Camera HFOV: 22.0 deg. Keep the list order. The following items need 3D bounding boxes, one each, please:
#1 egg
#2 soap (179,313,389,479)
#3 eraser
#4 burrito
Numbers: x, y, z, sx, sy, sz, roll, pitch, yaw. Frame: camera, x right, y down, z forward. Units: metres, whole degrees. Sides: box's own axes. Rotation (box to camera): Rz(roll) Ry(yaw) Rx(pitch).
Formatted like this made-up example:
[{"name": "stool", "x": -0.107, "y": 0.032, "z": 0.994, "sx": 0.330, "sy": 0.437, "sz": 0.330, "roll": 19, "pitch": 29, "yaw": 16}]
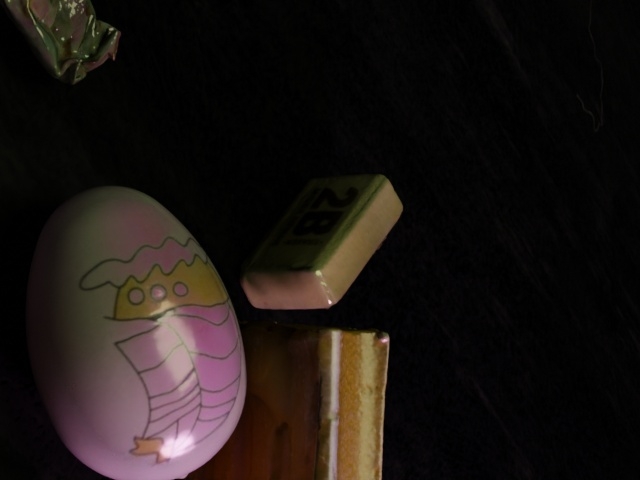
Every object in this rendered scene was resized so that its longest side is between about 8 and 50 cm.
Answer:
[{"name": "egg", "x": -0.167, "y": 0.085, "z": 1.488, "sx": 0.196, "sy": 0.196, "sz": 0.271, "roll": -18, "pitch": 111, "yaw": -51}, {"name": "soap", "x": -0.037, "y": 0.215, "z": 1.593, "sx": 0.143, "sy": 0.259, "sz": 0.281, "roll": 6, "pitch": 87, "yaw": -33}, {"name": "eraser", "x": 0.000, "y": 0.000, "z": 1.770, "sx": 0.172, "sy": 0.117, "sz": 0.058, "roll": -53, "pitch": 129, "yaw": -39}, {"name": "burrito", "x": -0.280, "y": -0.273, "z": 1.456, "sx": 0.096, "sy": 0.066, "sz": 0.309, "roll": -54, "pitch": 126, "yaw": -35}]
